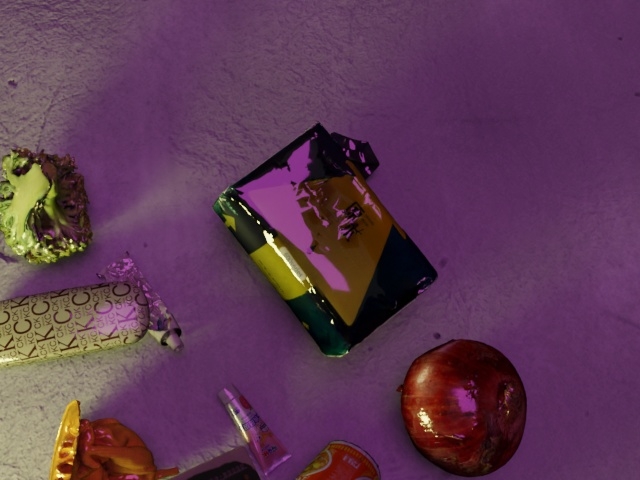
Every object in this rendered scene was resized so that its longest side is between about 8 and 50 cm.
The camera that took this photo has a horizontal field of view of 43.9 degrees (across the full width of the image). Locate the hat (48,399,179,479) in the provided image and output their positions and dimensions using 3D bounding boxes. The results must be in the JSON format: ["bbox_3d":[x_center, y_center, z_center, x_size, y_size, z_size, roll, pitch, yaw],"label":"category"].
[{"bbox_3d":[-0.379,0.422,1.520,0.233,0.233,0.244,14,109,-24],"label":"hat"}]

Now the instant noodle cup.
[{"bbox_3d":[0.016,0.504,1.527,0.193,0.193,0.212,38,45,7],"label":"instant noodle cup"}]

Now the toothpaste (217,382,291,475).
[{"bbox_3d":[-0.143,0.385,1.641,0.067,0.043,0.194,-35,83,-22],"label":"toothpaste"}]

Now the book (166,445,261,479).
[{"bbox_3d":[-0.162,0.596,1.482,0.260,0.043,0.371,-13,70,-49],"label":"book"}]

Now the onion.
[{"bbox_3d":[0.296,0.337,1.608,0.276,0.276,0.276,3,69,-7],"label":"onion"}]

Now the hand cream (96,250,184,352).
[{"bbox_3d":[-0.371,0.138,1.697,0.084,0.050,0.257,-37,71,-20],"label":"hand cream"}]

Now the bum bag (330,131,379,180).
[{"bbox_3d":[0.004,-0.125,1.834,0.137,0.074,0.310,43,75,-4],"label":"bum bag"}]

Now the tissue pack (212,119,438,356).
[{"bbox_3d":[0.000,0.000,1.651,0.264,0.253,0.416,-38,92,-16],"label":"tissue pack"}]

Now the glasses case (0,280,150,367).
[{"bbox_3d":[-0.528,0.170,1.629,0.354,0.085,0.137,-9,73,-3],"label":"glasses case"}]

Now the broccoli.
[{"bbox_3d":[-0.552,-0.086,1.670,0.180,0.273,0.242,-9,69,-47],"label":"broccoli"}]
